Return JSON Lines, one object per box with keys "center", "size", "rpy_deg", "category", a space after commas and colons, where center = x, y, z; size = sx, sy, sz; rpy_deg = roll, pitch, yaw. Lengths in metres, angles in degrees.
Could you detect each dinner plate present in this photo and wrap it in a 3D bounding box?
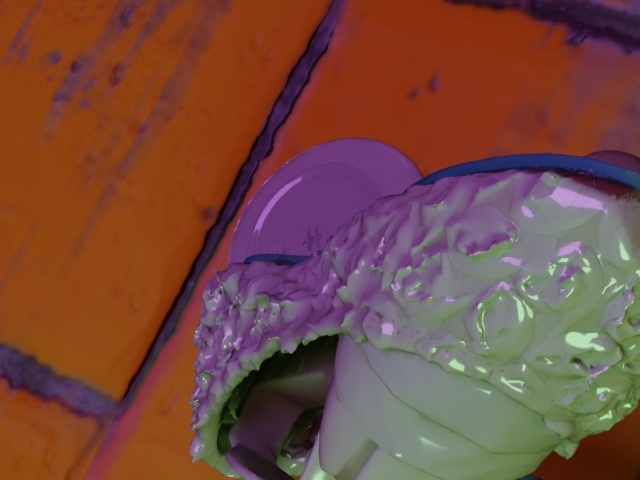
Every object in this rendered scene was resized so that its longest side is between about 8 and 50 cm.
{"center": [0.000, 0.000, 0.974], "size": [0.141, 0.017, 0.141], "rpy_deg": [-17, 58, 28], "category": "dinner plate"}

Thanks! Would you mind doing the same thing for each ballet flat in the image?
{"center": [0.036, 0.067, 0.747], "size": [0.409, 0.147, 0.147], "rpy_deg": [-21, 46, 68], "category": "ballet flat"}

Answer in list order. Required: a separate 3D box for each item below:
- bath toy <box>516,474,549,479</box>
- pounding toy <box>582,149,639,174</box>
{"center": [0.147, 0.248, 0.677], "size": [0.129, 0.151, 0.348], "rpy_deg": [-18, 44, -24], "category": "bath toy"}
{"center": [0.240, 0.004, 0.738], "size": [0.237, 0.110, 0.183], "rpy_deg": [-14, 17, -12], "category": "pounding toy"}
